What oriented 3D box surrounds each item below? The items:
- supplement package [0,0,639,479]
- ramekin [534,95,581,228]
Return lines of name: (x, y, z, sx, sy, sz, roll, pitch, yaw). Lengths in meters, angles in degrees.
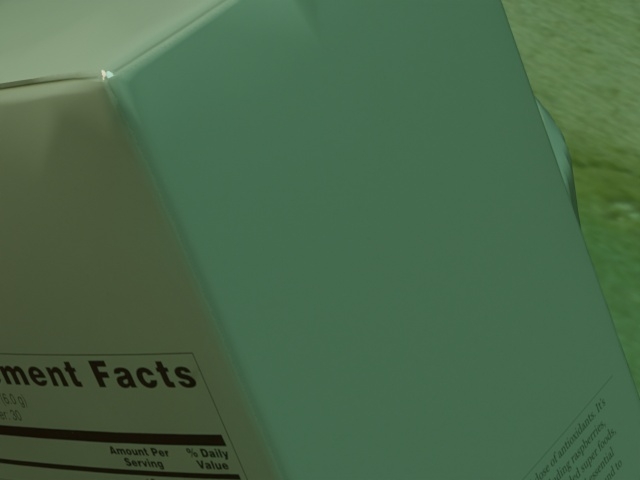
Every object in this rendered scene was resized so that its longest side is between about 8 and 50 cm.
supplement package: (-0.019, 0.043, 0.651, 0.175, 0.293, 0.177, -2, 27, 43)
ramekin: (0.000, 0.000, 0.891, 0.272, 0.127, 0.273, -2, 35, 1)
